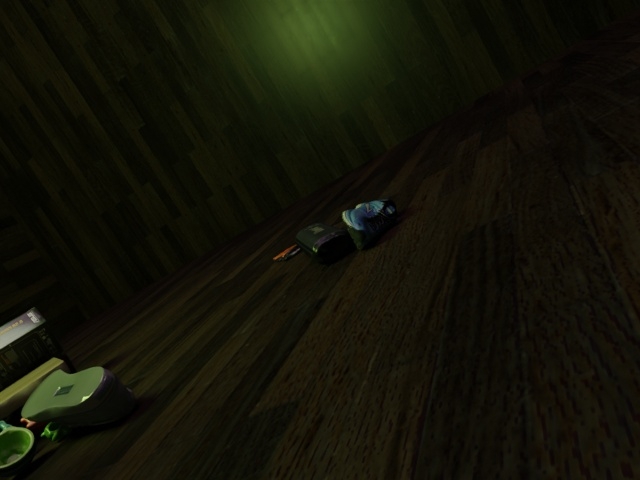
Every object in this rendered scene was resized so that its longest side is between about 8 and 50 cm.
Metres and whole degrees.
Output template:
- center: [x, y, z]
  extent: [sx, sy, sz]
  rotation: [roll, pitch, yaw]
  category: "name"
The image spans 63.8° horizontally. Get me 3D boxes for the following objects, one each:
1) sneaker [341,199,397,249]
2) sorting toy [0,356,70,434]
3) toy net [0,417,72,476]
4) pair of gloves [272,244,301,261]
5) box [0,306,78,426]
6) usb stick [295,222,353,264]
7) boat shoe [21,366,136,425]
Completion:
- center: [0.086, -0.039, 0.836]
  extent: [0.073, 0.063, 0.162]
  rotation: [-24, 11, 23]
  category: "sneaker"
- center: [-0.574, 0.330, 0.932]
  extent: [0.257, 0.089, 0.255]
  rotation: [-36, 10, -31]
  category: "sorting toy"
- center: [-0.497, 0.275, 0.770]
  extent: [0.232, 0.045, 0.122]
  rotation: [11, 35, 20]
  category: "toy net"
- center: [-0.066, 0.027, 1.149]
  extent: [0.074, 0.010, 0.083]
  rotation: [-33, 12, -18]
  category: "pair of gloves"
- center: [-0.639, 0.277, 1.091]
  extent: [0.056, 0.231, 0.183]
  rotation: [34, 54, 30]
  category: "box"
- center: [0.000, 0.000, 0.960]
  extent: [0.077, 0.045, 0.278]
  rotation: [-33, 9, -5]
  category: "usb stick"
- center: [-0.347, 0.235, 0.736]
  extent: [0.227, 0.081, 0.079]
  rotation: [-17, 36, 37]
  category: "boat shoe"
